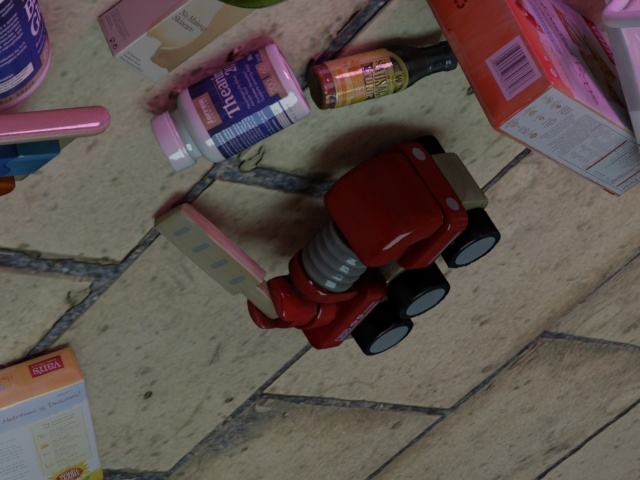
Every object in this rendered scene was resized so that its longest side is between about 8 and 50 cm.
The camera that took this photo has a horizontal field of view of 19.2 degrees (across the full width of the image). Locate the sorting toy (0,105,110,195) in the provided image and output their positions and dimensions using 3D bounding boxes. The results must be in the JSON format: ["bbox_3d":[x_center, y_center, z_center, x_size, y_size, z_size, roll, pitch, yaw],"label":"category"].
[{"bbox_3d":[-0.327,-0.046,1.358,0.307,0.041,0.229,-8,176,-29],"label":"sorting toy"}]

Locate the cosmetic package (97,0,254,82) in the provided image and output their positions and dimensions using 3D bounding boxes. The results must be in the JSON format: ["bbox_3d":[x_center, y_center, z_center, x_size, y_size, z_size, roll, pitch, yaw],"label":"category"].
[{"bbox_3d":[-0.103,-0.174,1.426,0.115,0.041,0.060,-35,150,18],"label":"cosmetic package"}]

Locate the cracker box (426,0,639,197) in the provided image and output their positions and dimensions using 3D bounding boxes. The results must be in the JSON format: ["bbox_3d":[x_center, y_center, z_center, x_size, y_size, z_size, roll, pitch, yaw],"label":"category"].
[{"bbox_3d":[0.193,-0.140,1.593,0.067,0.156,0.232,-36,150,21],"label":"cracker box"}]

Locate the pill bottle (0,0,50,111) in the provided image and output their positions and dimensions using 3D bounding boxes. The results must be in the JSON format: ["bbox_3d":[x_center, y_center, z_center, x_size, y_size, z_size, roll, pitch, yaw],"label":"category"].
[{"bbox_3d":[-0.241,-0.167,1.274,0.094,0.094,0.169,-21,152,-8],"label":"pill bottle"}]

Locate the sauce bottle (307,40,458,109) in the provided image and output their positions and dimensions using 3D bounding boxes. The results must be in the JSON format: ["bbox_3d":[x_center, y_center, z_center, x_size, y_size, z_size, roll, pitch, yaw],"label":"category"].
[{"bbox_3d":[0.054,-0.143,1.599,0.128,0.042,0.042,-17,151,-16],"label":"sauce bottle"}]

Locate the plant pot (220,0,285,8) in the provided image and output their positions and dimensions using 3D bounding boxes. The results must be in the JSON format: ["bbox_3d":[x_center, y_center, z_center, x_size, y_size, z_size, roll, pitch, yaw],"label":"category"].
[{"bbox_3d":[-0.159,-0.317,0.871,0.353,0.366,0.366,7,139,-28],"label":"plant pot"}]

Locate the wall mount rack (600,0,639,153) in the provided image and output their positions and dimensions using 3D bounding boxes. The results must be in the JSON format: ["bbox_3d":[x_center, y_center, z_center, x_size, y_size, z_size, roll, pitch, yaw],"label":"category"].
[{"bbox_3d":[0.352,-0.159,1.591,0.130,0.350,0.304,-2,-150,35],"label":"wall mount rack"}]

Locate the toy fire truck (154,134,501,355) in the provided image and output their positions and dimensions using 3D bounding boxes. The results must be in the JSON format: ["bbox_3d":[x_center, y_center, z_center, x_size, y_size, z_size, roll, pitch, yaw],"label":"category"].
[{"bbox_3d":[0.000,0.000,1.716,0.246,0.158,0.217,-8,149,-47],"label":"toy fire truck"}]

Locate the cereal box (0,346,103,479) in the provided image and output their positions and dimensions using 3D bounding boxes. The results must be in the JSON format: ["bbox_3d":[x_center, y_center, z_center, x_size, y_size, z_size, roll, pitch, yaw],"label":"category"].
[{"bbox_3d":[-0.311,0.203,1.885,0.173,0.047,0.240,-18,150,-13],"label":"cereal box"}]

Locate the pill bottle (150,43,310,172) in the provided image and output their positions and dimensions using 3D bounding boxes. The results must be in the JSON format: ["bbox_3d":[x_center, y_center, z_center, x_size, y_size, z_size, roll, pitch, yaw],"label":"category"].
[{"bbox_3d":[-0.074,-0.104,1.536,0.120,0.067,0.067,-28,151,4],"label":"pill bottle"}]
